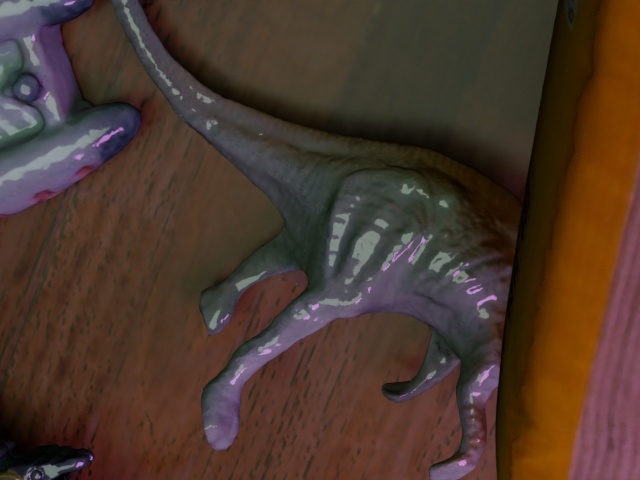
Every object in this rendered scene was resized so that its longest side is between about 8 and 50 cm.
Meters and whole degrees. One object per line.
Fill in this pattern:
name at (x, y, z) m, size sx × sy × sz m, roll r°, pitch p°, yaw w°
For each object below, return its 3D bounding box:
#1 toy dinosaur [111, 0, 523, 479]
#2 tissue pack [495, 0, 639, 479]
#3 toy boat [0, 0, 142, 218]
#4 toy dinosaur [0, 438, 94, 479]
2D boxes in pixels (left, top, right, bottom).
toy dinosaur at (0.000, 0.000, 1.022) m, size 0.205 × 0.092 × 0.393 m, roll -35°, pitch 77°, yaw 12°
tissue pack at (0.213, -0.083, 0.794) m, size 0.228 × 0.293 × 0.382 m, roll 12°, pitch 130°, yaw 6°
toy boat at (-0.208, -0.071, 1.049) m, size 0.208 × 0.079 × 0.134 m, roll -16°, pitch 101°, yaw 11°
toy dinosaur at (-0.244, 0.158, 1.100) m, size 0.259 × 0.094 × 0.153 m, roll -27°, pitch 92°, yaw 22°
